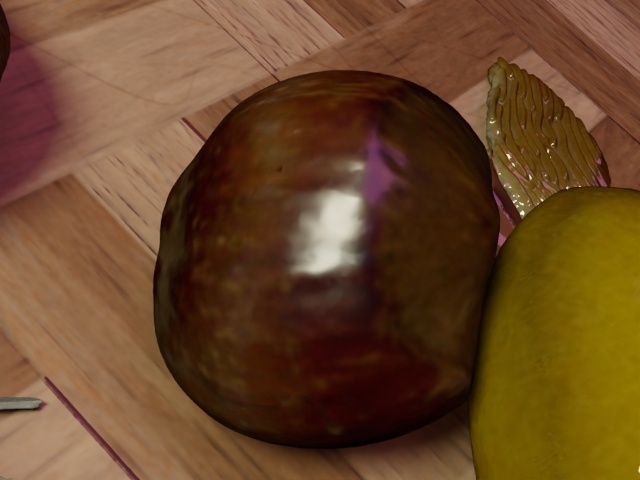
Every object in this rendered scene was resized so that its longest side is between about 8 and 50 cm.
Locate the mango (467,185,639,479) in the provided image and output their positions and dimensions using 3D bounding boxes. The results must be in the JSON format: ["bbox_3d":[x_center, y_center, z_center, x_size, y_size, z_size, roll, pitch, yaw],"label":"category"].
[{"bbox_3d":[0.252,0.157,0.484,0.301,0.220,0.445,-25,76,-9],"label":"mango"}]

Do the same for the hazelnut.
[{"bbox_3d":[0.000,0.000,0.507,0.218,0.218,0.234,25,47,-9],"label":"hazelnut"}]

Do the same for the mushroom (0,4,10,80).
[{"bbox_3d":[-0.314,-0.118,0.470,0.278,0.146,0.278,10,45,-10],"label":"mushroom"}]

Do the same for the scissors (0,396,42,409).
[{"bbox_3d":[-0.230,0.083,0.422,0.189,0.015,0.100,9,6,-40],"label":"scissors"}]

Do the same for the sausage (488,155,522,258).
[{"bbox_3d":[0.152,0.022,0.661,0.078,0.078,0.304,-18,68,-37],"label":"sausage"}]

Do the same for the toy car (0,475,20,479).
[{"bbox_3d":[-0.164,0.185,0.331,0.235,0.145,0.235,30,38,-26],"label":"toy car"}]

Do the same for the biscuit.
[{"bbox_3d":[0.198,-0.091,0.805,0.176,0.031,0.229,-4,58,-33],"label":"biscuit"}]
